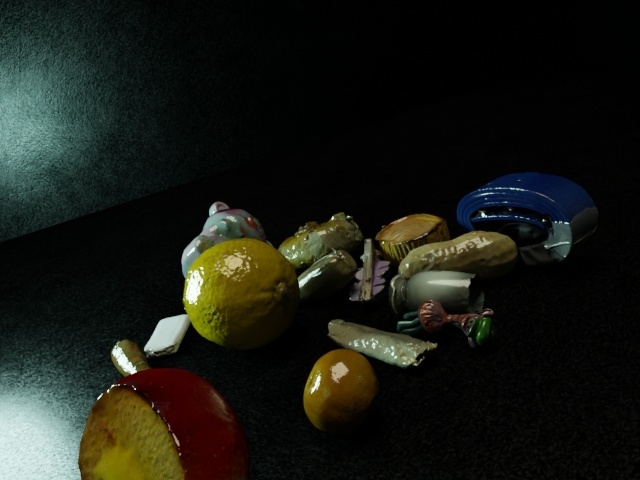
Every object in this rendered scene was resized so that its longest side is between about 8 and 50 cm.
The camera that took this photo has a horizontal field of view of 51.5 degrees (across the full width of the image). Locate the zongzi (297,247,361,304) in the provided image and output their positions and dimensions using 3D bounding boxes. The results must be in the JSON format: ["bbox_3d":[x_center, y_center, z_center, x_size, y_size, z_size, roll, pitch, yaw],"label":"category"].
[{"bbox_3d":[-0.009,0.108,1.709,0.197,0.099,0.194,-32,-5,-22],"label":"zongzi"}]

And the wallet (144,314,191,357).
[{"bbox_3d":[-0.400,0.250,1.744,0.095,0.033,0.190,-13,20,9],"label":"wallet"}]

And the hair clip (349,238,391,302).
[{"bbox_3d":[0.131,0.089,1.735,0.106,0.084,0.292,-6,27,10],"label":"hair clip"}]

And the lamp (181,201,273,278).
[{"bbox_3d":[-0.292,0.041,2.007,0.247,0.247,0.301,-49,6,37],"label":"lamp"}]

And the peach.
[{"bbox_3d":[-0.250,0.360,1.033,0.281,0.281,0.338,-14,20,2],"label":"peach"}]

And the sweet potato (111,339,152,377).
[{"bbox_3d":[-0.438,0.304,1.581,0.075,0.075,0.273,-26,25,-27],"label":"sweet potato"}]

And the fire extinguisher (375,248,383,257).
[{"bbox_3d":[0.161,0.035,1.927,0.028,0.022,0.083,10,11,-22],"label":"fire extinguisher"}]

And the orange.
[{"bbox_3d":[0.041,0.276,1.207,0.134,0.154,0.154,17,16,-12],"label":"orange"}]

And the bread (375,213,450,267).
[{"bbox_3d":[0.258,0.004,1.824,0.199,0.104,0.199,-18,20,7],"label":"bread"}]

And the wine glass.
[{"bbox_3d":[0.260,0.122,1.497,0.204,0.111,0.111,-2,24,34],"label":"wine glass"}]

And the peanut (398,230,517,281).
[{"bbox_3d":[0.332,0.051,1.616,0.290,0.130,0.130,-13,20,1],"label":"peanut"}]

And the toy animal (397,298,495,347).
[{"bbox_3d":[0.267,0.177,1.405,0.208,0.100,0.103,-4,-17,31],"label":"toy animal"}]

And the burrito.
[{"bbox_3d":[0.121,0.219,1.422,0.275,0.059,0.082,8,18,44],"label":"burrito"}]

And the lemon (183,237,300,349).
[{"bbox_3d":[-0.187,0.128,1.584,0.293,0.293,0.293,-13,20,5],"label":"lemon"}]

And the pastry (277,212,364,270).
[{"bbox_3d":[-0.005,0.002,1.916,0.257,0.121,0.236,-20,3,10],"label":"pastry"}]

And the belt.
[{"bbox_3d":[0.501,-0.053,1.644,0.117,0.212,0.347,-26,19,-30],"label":"belt"}]
